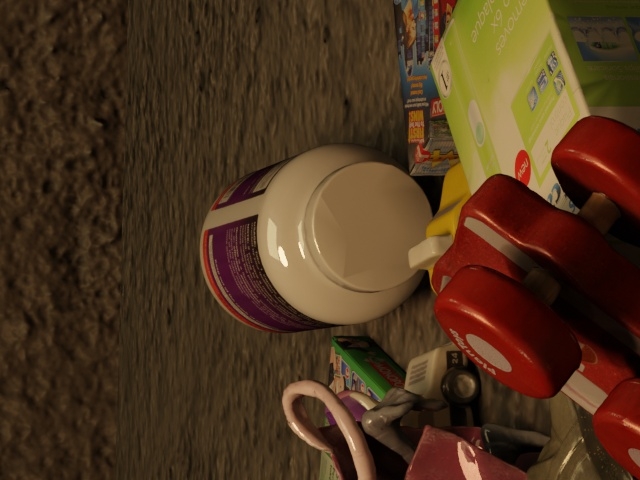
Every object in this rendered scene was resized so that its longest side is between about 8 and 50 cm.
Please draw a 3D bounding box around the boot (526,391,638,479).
[{"bbox_3d":[0.181,0.170,1.560,0.161,0.083,0.246,-50,34,28],"label":"boot"}]

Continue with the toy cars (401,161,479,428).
[{"bbox_3d":[0.113,0.100,1.850,0.176,0.087,0.394,-120,34,-56],"label":"toy cars"}]

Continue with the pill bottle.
[{"bbox_3d":[0.000,0.000,2.036,0.323,0.181,0.182,167,102,-71],"label":"pill bottle"}]

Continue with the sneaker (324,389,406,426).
[{"bbox_3d":[0.054,0.253,1.840,0.236,0.104,0.095,66,159,-12],"label":"sneaker"}]

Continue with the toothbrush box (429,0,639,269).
[{"bbox_3d":[0.198,-0.098,1.543,0.206,0.122,0.283,112,149,-50],"label":"toothbrush box"}]

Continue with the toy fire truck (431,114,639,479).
[{"bbox_3d":[0.212,0.072,1.361,0.169,0.302,0.254,-51,-11,-14],"label":"toy fire truck"}]

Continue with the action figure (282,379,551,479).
[{"bbox_3d":[0.090,0.326,1.683,0.248,0.275,0.370,18,94,64],"label":"action figure"}]

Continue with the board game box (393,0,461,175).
[{"bbox_3d":[0.126,-0.157,1.848,0.194,0.060,0.194,-174,82,-71],"label":"board game box"}]

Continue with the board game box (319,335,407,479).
[{"bbox_3d":[0.051,0.284,2.106,0.213,0.046,0.317,-139,51,-64],"label":"board game box"}]
